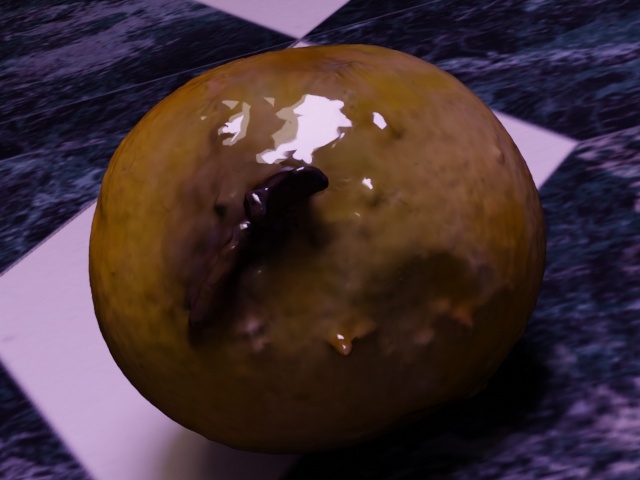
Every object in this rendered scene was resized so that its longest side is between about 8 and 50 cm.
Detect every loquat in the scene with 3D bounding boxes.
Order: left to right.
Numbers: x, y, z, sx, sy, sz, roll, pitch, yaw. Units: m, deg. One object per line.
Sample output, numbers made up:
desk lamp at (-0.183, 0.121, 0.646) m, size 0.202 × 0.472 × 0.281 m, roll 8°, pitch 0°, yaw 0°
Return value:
loquat at (0.000, 0.000, 0.708) m, size 0.172 × 0.149 × 0.204 m, roll -14°, pitch 7°, yaw 15°
